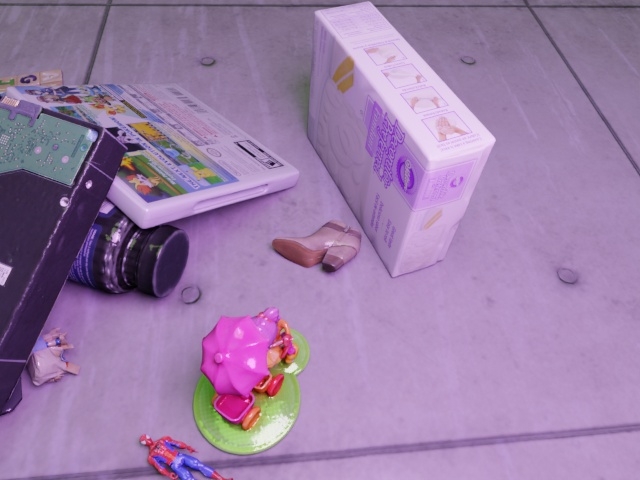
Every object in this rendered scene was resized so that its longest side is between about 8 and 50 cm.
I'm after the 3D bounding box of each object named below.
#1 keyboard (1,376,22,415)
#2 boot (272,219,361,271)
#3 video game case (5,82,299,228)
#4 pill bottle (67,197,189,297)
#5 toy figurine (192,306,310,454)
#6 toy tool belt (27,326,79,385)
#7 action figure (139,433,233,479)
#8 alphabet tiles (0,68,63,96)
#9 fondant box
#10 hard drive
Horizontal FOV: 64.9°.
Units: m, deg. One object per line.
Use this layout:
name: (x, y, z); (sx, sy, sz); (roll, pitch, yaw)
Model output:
keyboard: (-0.497, 0.103, 0.634); (0.201, 0.033, 0.317); (-19, 55, -17)
boot: (0.000, 0.000, 0.745); (0.118, 0.042, 0.087); (23, 48, 12)
video game case: (-0.242, -0.152, 0.769); (0.329, 0.036, 0.299); (38, 34, 22)
pill bottle: (-0.295, 0.000, 0.668); (0.219, 0.123, 0.123); (17, 53, 8)
toy figurine: (-0.071, 0.131, 0.561); (0.130, 0.159, 0.173); (30, 56, 18)
toy tool belt: (-0.331, 0.133, 0.617); (0.051, 0.052, 0.083); (-2, 49, -46)
action figure: (-0.152, 0.245, 0.552); (0.115, 0.030, 0.038); (24, 60, 16)
alphabet tiles: (-0.554, -0.218, 0.887); (0.198, 0.009, 0.237); (-15, 55, -15)
fondant box: (0.088, -0.150, 0.735); (0.096, 0.238, 0.330); (-18, 56, -17)
hard drive: (-0.400, -0.002, 0.581); (0.236, 0.064, 0.339); (18, 80, 11)
